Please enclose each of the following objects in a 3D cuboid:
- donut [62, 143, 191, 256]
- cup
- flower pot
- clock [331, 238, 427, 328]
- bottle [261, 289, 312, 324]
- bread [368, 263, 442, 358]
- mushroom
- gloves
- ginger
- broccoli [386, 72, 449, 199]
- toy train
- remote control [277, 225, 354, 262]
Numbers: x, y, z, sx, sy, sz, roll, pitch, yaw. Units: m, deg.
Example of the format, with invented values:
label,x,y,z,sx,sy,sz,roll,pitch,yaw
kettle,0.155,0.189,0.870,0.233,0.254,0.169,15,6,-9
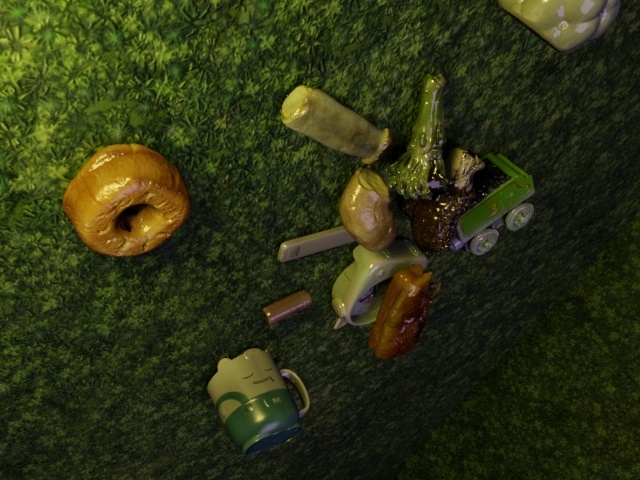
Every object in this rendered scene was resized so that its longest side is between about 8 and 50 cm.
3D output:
label,x,y,z,sx,sy,sz,roll,pitch,yaw
donut,-0.354,-0.070,1.202,0.227,0.113,0.226,-25,147,-17
cup,-0.169,0.477,1.932,0.290,0.257,0.219,-5,141,-40
flower pot,0.499,-0.516,1.334,0.246,0.246,0.195,9,126,-48
clock,0.152,0.140,1.942,0.265,0.108,0.324,-2,134,-44
bottle,-0.094,0.186,1.818,0.140,0.053,0.053,-24,145,-20
bread,0.266,0.210,1.941,0.185,0.109,0.380,-17,142,-28
mushroom,0.042,-0.244,1.391,0.312,0.081,0.100,17,117,-47
gloves,0.317,-0.106,1.713,0.135,0.210,0.312,13,103,-28
ginger,0.121,-0.065,1.633,0.152,0.138,0.267,-30,141,-18
broccoli,0.245,-0.249,1.538,0.146,0.164,0.303,4,122,-4
toy train,0.478,-0.108,1.895,0.307,0.173,0.248,-35,138,-3
remote control,0.000,0.000,1.702,0.261,0.029,0.067,-16,141,-33
